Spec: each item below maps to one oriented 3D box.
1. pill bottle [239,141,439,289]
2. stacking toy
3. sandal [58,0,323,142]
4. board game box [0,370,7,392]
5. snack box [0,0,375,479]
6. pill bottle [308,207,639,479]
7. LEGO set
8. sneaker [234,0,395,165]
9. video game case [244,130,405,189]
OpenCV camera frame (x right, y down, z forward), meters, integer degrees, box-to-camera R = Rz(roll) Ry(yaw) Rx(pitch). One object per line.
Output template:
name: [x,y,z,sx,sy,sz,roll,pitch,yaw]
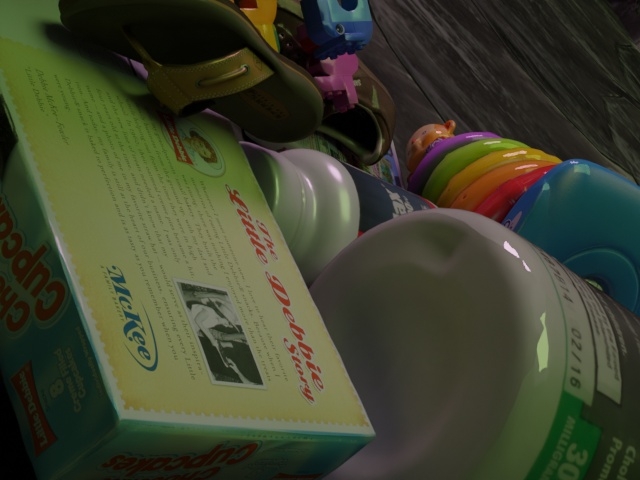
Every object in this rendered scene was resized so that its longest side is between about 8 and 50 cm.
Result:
pill bottle: [0.000,0.000,0.781,0.180,0.108,0.108,19,40,-48]
stacking toy: [0.135,-0.026,0.948,0.166,0.175,0.302,25,17,-30]
sandal: [-0.060,-0.086,0.634,0.180,0.072,0.049,31,52,-48]
board game box: [-0.180,-0.001,0.569,0.201,0.035,0.136,27,34,-41]
snack box: [-0.105,-0.027,0.613,0.187,0.060,0.322,16,42,-53]
pill bottle: [0.155,0.139,0.742,0.361,0.204,0.204,29,33,-38]
LEGO set: [-0.035,-0.118,0.832,0.227,0.087,0.093,-9,84,-38]
sneaker: [-0.006,-0.133,0.942,0.188,0.066,0.071,36,34,-27]
video game case: [0.000,-0.111,1.029,0.183,0.023,0.201,34,29,-33]
